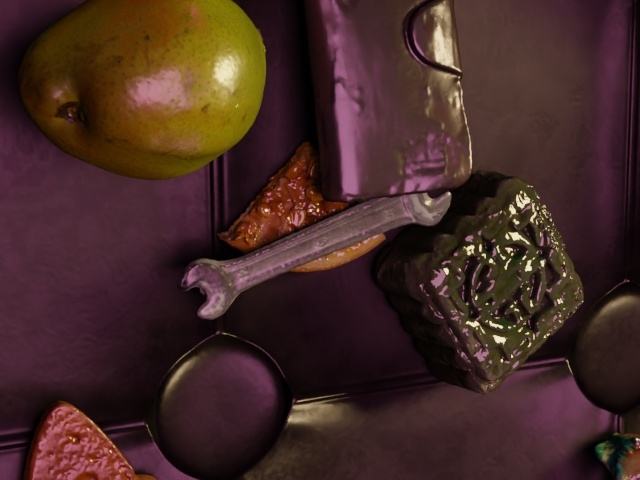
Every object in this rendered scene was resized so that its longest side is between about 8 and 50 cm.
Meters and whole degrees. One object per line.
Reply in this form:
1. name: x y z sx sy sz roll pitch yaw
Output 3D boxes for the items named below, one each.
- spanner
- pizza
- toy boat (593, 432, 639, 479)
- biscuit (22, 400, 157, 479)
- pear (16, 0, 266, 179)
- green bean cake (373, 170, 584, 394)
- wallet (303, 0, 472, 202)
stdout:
1. spanner: 0.000 0.000 1.431 0.302 0.017 0.071 -25 111 -20
2. pizza: -0.010 -0.031 1.452 0.178 0.041 0.131 13 93 -27
3. toy boat: 0.399 0.344 1.699 0.099 0.108 0.293 -15 116 13
4. biscuit: -0.224 0.285 1.411 0.183 0.043 0.280 -21 104 -25
5. pear: -0.155 -0.139 1.271 0.219 0.187 0.188 -11 106 -49
6. green bean cake: 0.173 0.042 1.532 0.185 0.094 0.183 -40 114 -19
7. wallet: 0.061 -0.196 1.425 0.165 0.042 0.310 -7 91 -20
